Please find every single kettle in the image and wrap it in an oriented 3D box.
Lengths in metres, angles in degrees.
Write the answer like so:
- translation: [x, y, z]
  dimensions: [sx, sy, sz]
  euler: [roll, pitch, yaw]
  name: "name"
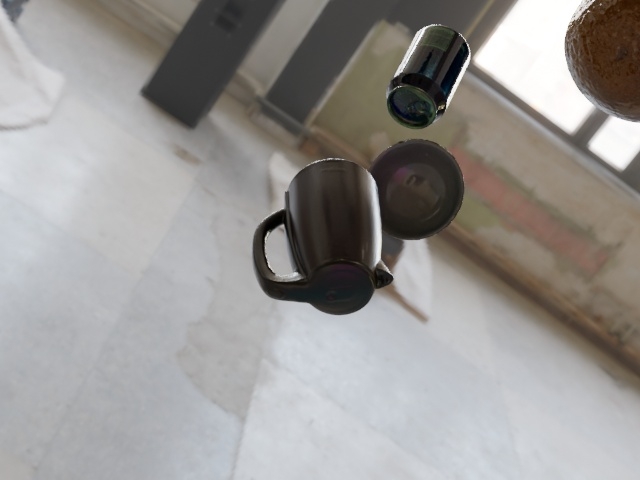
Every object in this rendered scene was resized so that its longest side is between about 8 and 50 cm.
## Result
- translation: [0.000, 0.000, 1.639]
  dimensions: [0.202, 0.144, 0.232]
  euler: [2, 37, -4]
  name: "kettle"

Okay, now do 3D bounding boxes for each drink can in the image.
- translation: [0.197, -0.301, 2.046]
  dimensions: [0.118, 0.118, 0.205]
  euler: [34, 49, -5]
  name: "drink can"

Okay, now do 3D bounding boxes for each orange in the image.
- translation: [0.655, -0.387, 2.193]
  dimensions: [0.322, 0.322, 0.357]
  euler: [43, 29, 21]
  name: "orange"

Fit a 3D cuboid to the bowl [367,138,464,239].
- translation: [0.179, -0.087, 2.049]
  dimensions: [0.189, 0.189, 0.086]
  euler: [42, 5, 18]
  name: "bowl"
